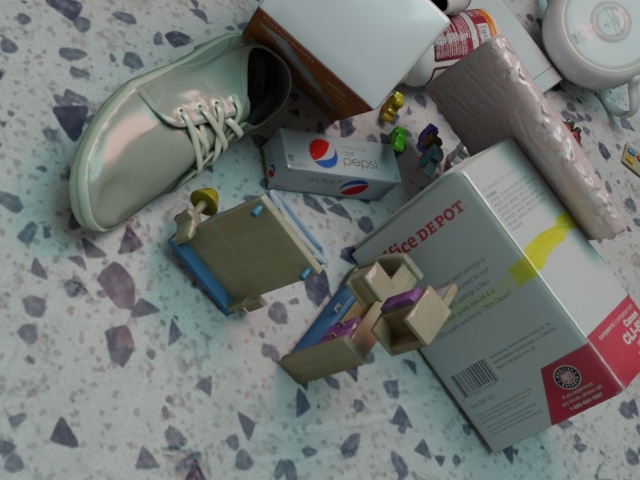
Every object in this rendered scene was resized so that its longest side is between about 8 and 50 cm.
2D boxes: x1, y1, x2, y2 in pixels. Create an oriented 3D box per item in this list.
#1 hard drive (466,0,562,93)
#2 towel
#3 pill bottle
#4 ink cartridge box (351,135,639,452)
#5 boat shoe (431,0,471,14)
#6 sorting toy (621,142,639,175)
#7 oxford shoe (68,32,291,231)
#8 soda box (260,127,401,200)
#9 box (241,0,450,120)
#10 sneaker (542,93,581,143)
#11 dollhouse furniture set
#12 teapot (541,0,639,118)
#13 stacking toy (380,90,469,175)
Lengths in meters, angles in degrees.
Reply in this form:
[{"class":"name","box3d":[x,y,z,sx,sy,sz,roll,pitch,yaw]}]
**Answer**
[{"class":"hard drive","box3d":[0.295,-0.403,2.046,0.353,0.047,0.233,52,48,2]},{"class":"towel","box3d":[0.306,-0.141,1.634,0.053,0.317,0.332,-36,94,-9]},{"class":"pill bottle","box3d":[0.198,-0.334,1.867,0.221,0.121,0.121,-12,71,-23]},{"class":"ink cartridge box","box3d":[0.271,0.082,1.593,0.160,0.279,0.385,-32,85,-43]},{"class":"boat shoe","box3d":[0.127,-0.439,1.844,0.267,0.096,0.088,25,34,24]},{"class":"sorting toy","box3d":[0.651,-0.157,2.176,0.083,0.012,0.062,36,49,-13]},{"class":"oxford shoe","box3d":[-0.182,-0.162,1.487,0.130,0.169,0.449,16,40,26]},{"class":"soda box","box3d":[0.017,-0.117,1.673,0.216,0.069,0.074,5,61,-33]},{"class":"box","box3d":[0.023,-0.314,1.590,0.215,0.345,0.168,41,87,-8]},{"class":"sneaker","box3d":[0.352,-0.202,1.905,0.276,0.097,0.135,31,91,-38]},{"class":"dollhouse furniture set","box3d":[0.000,0.000,1.448,0.303,0.286,0.198,51,47,-15]},{"class":"teapot","box3d":[0.551,-0.406,2.144,0.252,0.187,0.256,18,80,-5]},{"class":"stacking toy","box3d":[0.177,-0.149,1.766,0.167,0.052,0.221,33,25,-15]}]
